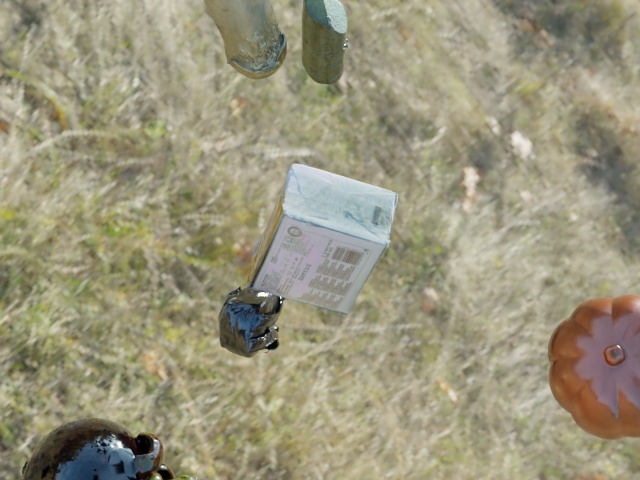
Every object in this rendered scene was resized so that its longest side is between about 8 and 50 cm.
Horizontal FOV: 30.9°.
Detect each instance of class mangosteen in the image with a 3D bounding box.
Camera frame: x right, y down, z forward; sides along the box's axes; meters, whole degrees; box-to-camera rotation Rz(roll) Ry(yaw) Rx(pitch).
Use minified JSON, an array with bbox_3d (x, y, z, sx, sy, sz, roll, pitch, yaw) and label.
[{"bbox_3d":[-0.273,0.329,1.499,0.230,0.194,0.194,6,51,-2],"label":"mangosteen"}]

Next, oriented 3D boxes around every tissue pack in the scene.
[{"bbox_3d":[0.000,0.000,1.889,0.184,0.225,0.124,18,53,-7],"label":"tissue pack"}]

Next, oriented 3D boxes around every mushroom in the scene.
[{"bbox_3d":[-0.127,-0.355,1.452,0.123,0.095,0.351,-119,-174,-47],"label":"mushroom"}]

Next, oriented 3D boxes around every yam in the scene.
[{"bbox_3d":[0.007,-0.289,1.629,0.069,0.146,0.070,1,55,-2],"label":"yam"}]

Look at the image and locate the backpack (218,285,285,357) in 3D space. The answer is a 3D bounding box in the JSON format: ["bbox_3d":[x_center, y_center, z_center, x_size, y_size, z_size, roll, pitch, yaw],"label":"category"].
[{"bbox_3d":[-0.125,0.137,1.985,0.165,0.105,0.120,1,102,-76],"label":"backpack"}]

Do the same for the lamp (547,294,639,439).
[{"bbox_3d":[0.379,0.158,1.469,0.164,0.187,0.188,44,27,-65],"label":"lamp"}]
